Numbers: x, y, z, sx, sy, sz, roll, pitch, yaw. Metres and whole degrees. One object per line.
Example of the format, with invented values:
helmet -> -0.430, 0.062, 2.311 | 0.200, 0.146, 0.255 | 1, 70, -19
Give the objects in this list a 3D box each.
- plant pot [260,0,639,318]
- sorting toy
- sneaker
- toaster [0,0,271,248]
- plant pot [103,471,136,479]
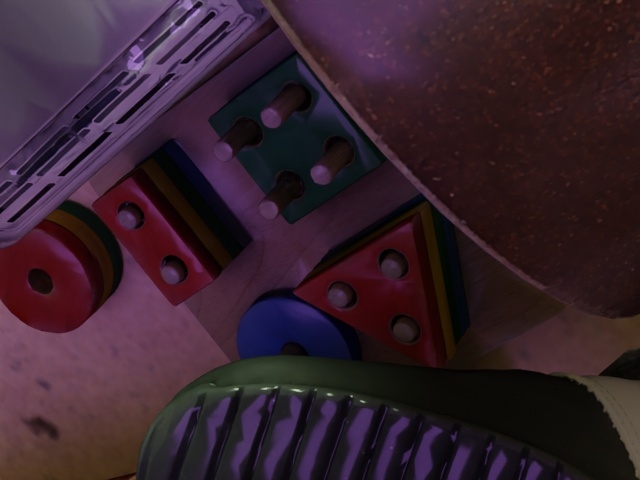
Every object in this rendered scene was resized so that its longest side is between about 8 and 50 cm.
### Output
plant pot -> 0.107, -0.133, 0.436 | 0.230, 0.215, 0.215 | -35, 98, 22
sorting toy -> 0.000, 0.000, 0.647 | 0.274, 0.046, 0.132 | -32, 100, 36
sneaker -> 0.111, 0.090, 0.549 | 0.331, 0.146, 0.122 | 17, 120, -4
toaster -> -0.087, -0.103, 0.586 | 0.146, 0.129, 0.227 | 47, 124, -8
plant pot -> -0.065, 0.195, 0.675 | 0.265, 0.272, 0.272 | -11, 111, 41
